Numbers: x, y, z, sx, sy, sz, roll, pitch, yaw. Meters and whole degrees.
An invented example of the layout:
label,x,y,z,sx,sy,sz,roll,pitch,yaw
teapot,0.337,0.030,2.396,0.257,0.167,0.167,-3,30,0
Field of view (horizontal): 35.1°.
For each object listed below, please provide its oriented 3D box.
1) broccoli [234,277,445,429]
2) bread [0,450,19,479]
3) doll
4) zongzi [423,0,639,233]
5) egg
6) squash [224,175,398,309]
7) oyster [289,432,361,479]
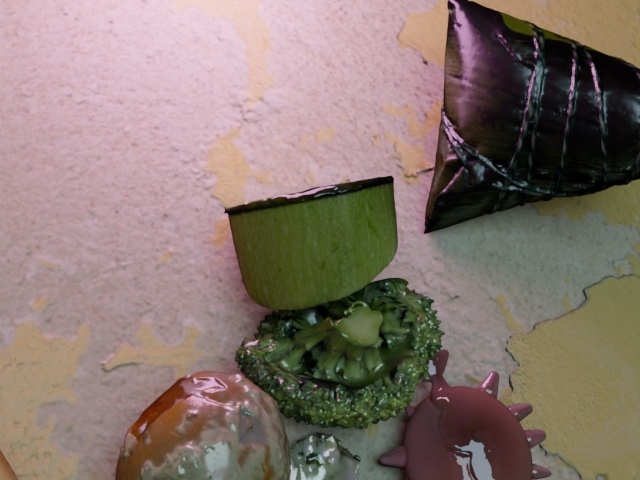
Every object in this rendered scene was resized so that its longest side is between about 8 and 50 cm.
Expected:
label,x,y,z,sx,sy,sz,roll,pitch,yaw
broccoli,0.023,0.130,1.224,0.226,0.176,0.198,22,50,-33
bread,-0.443,0.328,1.009,0.333,0.160,0.333,6,68,-16
doll,0.179,0.261,1.266,0.211,0.093,0.262,-23,71,-12
zongzi,0.357,-0.156,1.343,0.383,0.362,0.319,-3,102,-21
egg,-0.132,0.257,1.120,0.195,0.195,0.233,31,77,-6
squash,-0.002,-0.011,1.252,0.220,0.220,0.133,-19,101,-23
oyster,-0.011,0.334,1.204,0.133,0.072,0.209,-5,55,-5
